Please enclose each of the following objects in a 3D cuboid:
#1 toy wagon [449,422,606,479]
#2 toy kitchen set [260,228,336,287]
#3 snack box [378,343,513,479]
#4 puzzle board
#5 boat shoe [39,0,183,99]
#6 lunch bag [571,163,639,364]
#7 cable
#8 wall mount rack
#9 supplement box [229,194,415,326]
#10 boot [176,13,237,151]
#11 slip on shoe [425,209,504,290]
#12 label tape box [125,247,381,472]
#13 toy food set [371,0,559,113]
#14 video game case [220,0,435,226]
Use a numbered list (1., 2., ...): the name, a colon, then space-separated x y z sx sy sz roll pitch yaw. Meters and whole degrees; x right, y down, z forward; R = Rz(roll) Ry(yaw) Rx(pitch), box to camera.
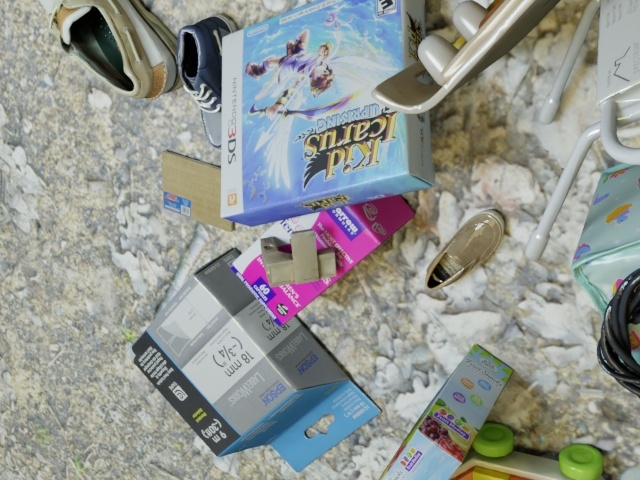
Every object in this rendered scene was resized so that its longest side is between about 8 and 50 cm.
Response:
1. toy wagon: 0.324 0.394 1.134 0.344 0.068 0.267 8 117 28
2. toy kitchen set: -0.030 0.006 1.047 0.083 0.075 0.068 -9 117 -8
3. snack box: 0.151 0.255 1.084 0.070 0.207 0.174 36 125 12
4. puzzle board: -0.181 -0.074 1.254 0.128 0.011 0.096 19 122 24
5. boat shoe: -0.317 -0.312 1.162 0.302 0.103 0.113 41 127 8
6. lunch bag: 0.393 -0.018 0.794 0.262 0.223 0.160 -24 106 37
7. cable: 0.321 0.082 0.722 0.184 0.047 0.150 -13 114 37
8. wall mount rack: 0.292 -0.143 0.770 0.304 0.350 0.130 -25 124 40
9. supplement box: 0.000 0.000 1.116 0.111 0.114 0.220 50 126 3
10. boot: -0.153 -0.200 1.127 0.069 0.086 0.190 11 118 27
11. slip on shoe: 0.177 0.016 1.057 0.051 0.041 0.135 48 128 3
12. label tape box: -0.110 0.214 1.289 0.333 0.106 0.240 47 128 4
13. toy food set: 0.188 -0.262 0.805 0.092 0.220 0.306 47 128 3
14. video game case: -0.002 -0.159 0.995 0.269 0.061 0.244 -11 73 35
